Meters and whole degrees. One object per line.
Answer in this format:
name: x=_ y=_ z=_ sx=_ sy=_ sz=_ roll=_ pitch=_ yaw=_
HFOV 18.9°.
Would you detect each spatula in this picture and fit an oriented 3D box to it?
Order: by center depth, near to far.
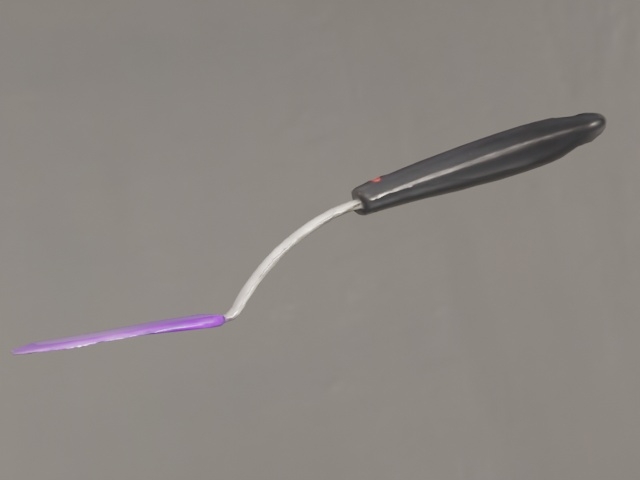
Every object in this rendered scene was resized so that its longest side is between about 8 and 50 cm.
spatula: x=0.000 y=0.000 z=0.879 sx=0.030 sy=0.296 sz=0.084 roll=65 pitch=170 yaw=-3
